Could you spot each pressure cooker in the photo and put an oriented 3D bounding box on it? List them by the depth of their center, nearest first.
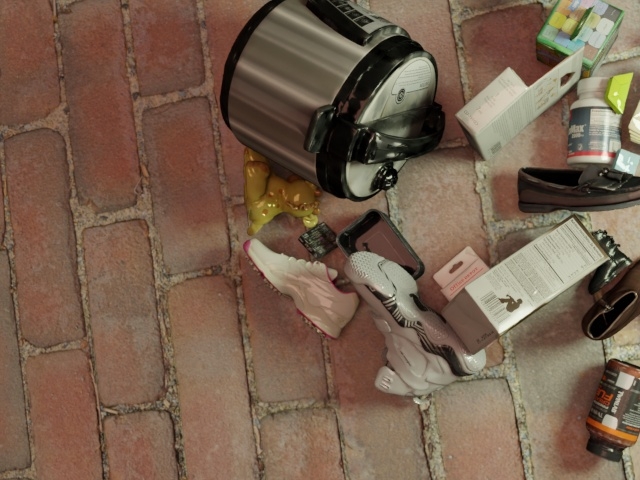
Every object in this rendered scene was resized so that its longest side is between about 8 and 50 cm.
[{"bbox_3d":[0.051,-0.286,1.756,0.420,0.375,0.369,32,73,24],"label":"pressure cooker"}]

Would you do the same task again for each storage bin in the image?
[{"bbox_3d":[0.135,0.031,1.869,0.122,0.084,0.180,-38,78,10],"label":"storage bin"}]

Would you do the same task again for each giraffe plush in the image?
[{"bbox_3d":[-0.086,-0.109,1.908,0.171,0.181,0.210,-2,54,-8],"label":"giraffe plush"}]

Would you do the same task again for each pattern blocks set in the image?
[{"bbox_3d":[0.719,-0.269,1.706,0.286,0.026,0.324,10,87,-6],"label":"pattern blocks set"}]

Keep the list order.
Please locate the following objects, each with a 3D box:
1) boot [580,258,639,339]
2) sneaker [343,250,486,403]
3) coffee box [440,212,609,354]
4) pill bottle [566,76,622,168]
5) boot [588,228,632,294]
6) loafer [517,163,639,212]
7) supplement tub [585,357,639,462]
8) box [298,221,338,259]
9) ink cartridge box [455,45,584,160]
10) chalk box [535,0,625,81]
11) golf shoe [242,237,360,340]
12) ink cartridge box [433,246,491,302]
[{"bbox_3d":[0.625,0.111,1.664,0.248,0.207,0.090,-45,77,8],"label":"boot"},{"bbox_3d":[0.154,0.198,1.774,0.366,0.137,0.210,40,118,-7],"label":"sneaker"},{"bbox_3d":[0.408,0.089,1.685,0.297,0.168,0.118,-31,76,-20],"label":"coffee box"},{"bbox_3d":[0.577,-0.244,1.755,0.108,0.108,0.180,3,86,16],"label":"pill bottle"},{"bbox_3d":[0.584,0.043,1.765,0.121,0.045,0.099,-43,79,1],"label":"boot"},{"bbox_3d":[0.526,-0.112,1.695,0.303,0.109,0.095,-2,108,48],"label":"loafer"},{"bbox_3d":[0.608,0.348,1.706,0.106,0.106,0.197,19,91,16],"label":"supplement tub"},{"bbox_3d":[0.000,0.000,1.912,0.067,0.083,0.018,46,138,13],"label":"box"},{"bbox_3d":[0.408,-0.289,1.707,0.261,0.296,0.066,-40,77,9],"label":"ink cartridge box"},{"bbox_3d":[0.531,-0.428,1.725,0.132,0.213,0.132,32,95,15],"label":"chalk box"},{"bbox_3d":[-0.042,0.087,1.912,0.306,0.115,0.140,43,87,8],"label":"golf shoe"},{"bbox_3d":[0.342,0.118,1.814,0.115,0.067,0.198,-42,77,9],"label":"ink cartridge box"}]
